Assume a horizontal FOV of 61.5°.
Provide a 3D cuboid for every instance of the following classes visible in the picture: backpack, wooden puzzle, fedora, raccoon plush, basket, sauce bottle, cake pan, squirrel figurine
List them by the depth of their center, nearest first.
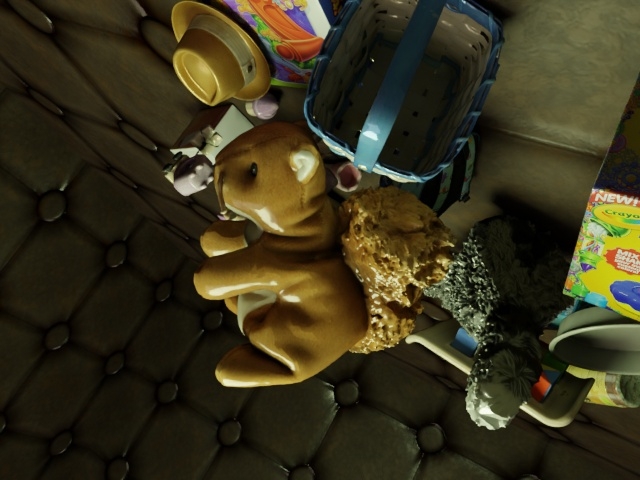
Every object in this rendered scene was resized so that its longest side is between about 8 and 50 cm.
[{"bbox_3d":[0.095,-0.190,0.618,0.201,0.255,0.289,26,173,-2],"label":"basket"},{"bbox_3d":[-0.170,-0.273,0.839,0.194,0.079,0.194,28,160,11],"label":"fedora"},{"bbox_3d":[0.000,0.000,0.854,0.396,0.371,0.281,1,-160,1],"label":"squirrel figurine"},{"bbox_3d":[0.176,-0.113,0.876,0.117,0.158,0.173,43,155,25],"label":"backpack"},{"bbox_3d":[0.265,0.146,1.002,0.216,0.446,0.299,42,144,4],"label":"raccoon plush"},{"bbox_3d":[0.597,0.192,1.034,0.292,0.054,0.293,8,153,4],"label":"cake pan"},{"bbox_3d":[0.403,0.243,1.170,0.347,0.081,0.322,26,-164,31],"label":"wooden puzzle"},{"bbox_3d":[0.692,0.369,1.421,0.111,0.111,0.344,33,164,-6],"label":"sauce bottle"}]

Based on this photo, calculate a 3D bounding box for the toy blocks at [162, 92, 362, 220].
[{"bbox_3d":[-0.066,-0.118,1.030,0.309,0.289,0.260,46,164,-34],"label":"toy blocks"}]

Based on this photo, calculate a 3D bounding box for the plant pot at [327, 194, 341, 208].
[{"bbox_3d":[-0.019,-0.018,1.358,0.273,0.257,0.256,17,165,-11],"label":"plant pot"}]

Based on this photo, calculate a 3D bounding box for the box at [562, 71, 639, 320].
[{"bbox_3d":[0.471,-0.012,0.621,0.289,0.177,0.279,21,159,28],"label":"box"}]

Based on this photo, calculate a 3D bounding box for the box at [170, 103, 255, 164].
[{"bbox_3d":[-0.252,-0.236,1.266,0.170,0.130,0.091,8,151,50],"label":"box"}]

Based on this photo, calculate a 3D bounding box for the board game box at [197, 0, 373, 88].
[{"bbox_3d":[-0.078,-0.358,0.728,0.233,0.078,0.347,18,159,36],"label":"board game box"}]

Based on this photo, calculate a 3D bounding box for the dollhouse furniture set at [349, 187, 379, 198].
[{"bbox_3d":[0.154,-0.022,1.234,0.181,0.101,0.161,38,161,-21],"label":"dollhouse furniture set"}]

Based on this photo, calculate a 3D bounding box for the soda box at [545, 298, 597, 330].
[{"bbox_3d":[0.506,0.155,1.203,0.071,0.067,0.210,37,162,-19],"label":"soda box"}]
